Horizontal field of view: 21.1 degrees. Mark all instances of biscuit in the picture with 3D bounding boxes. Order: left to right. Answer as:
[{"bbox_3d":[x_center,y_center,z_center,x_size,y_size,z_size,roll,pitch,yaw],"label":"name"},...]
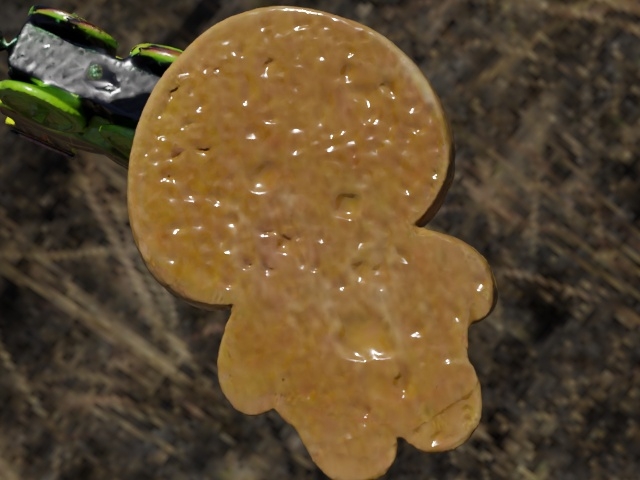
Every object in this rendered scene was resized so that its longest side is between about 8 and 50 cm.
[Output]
[{"bbox_3d":[0.000,0.000,1.011,0.202,0.288,0.044,-28,-9,6],"label":"biscuit"}]

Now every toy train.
[{"bbox_3d":[-0.142,-0.104,1.476,0.160,0.296,0.100,92,-158,-75],"label":"toy train"}]
